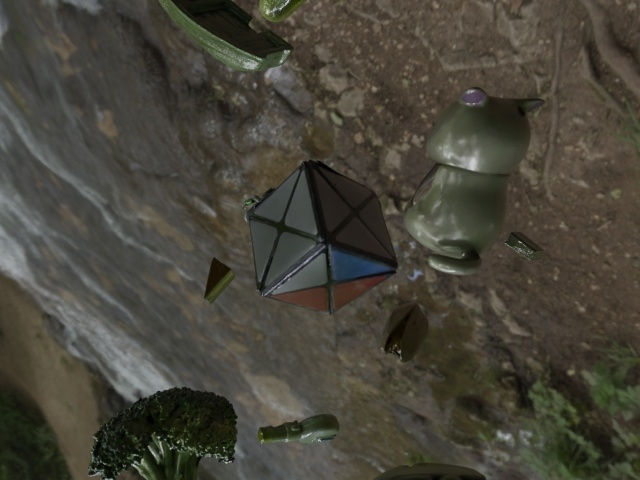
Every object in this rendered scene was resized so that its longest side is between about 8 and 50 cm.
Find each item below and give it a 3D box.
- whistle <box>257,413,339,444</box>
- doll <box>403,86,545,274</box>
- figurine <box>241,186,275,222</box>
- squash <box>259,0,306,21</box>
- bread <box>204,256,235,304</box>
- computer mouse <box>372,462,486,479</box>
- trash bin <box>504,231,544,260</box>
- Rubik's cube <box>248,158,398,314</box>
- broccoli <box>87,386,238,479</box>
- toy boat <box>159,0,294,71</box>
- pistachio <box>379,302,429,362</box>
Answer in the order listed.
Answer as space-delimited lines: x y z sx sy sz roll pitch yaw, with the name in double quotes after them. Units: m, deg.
-0.048 0.446 1.170 0.198 0.057 0.104 2 142 -27 "whistle"
0.311 -0.129 1.083 0.214 0.371 0.226 6 -168 -18 "doll"
-0.214 -0.111 1.935 0.147 0.192 0.126 29 178 -24 "figurine"
-0.040 -0.580 1.147 0.250 0.083 0.083 -18 125 33 "squash"
-0.381 0.143 1.785 0.084 0.139 0.074 32 165 21 "bread"
0.251 0.721 1.398 0.428 0.228 0.146 -20 98 10 "computer mouse"
0.590 0.018 1.462 0.092 0.061 0.043 47 125 37 "trash bin"
0.000 0.000 1.463 0.305 0.310 0.307 20 136 -39 "Rubik's cube"
-0.340 0.482 1.193 0.375 0.302 0.249 12 125 -47 "broccoli"
-0.156 -0.322 0.714 0.293 0.093 0.055 45 141 19 "toy boat"
0.251 0.271 1.506 0.129 0.206 0.131 14 125 23 "pistachio"
